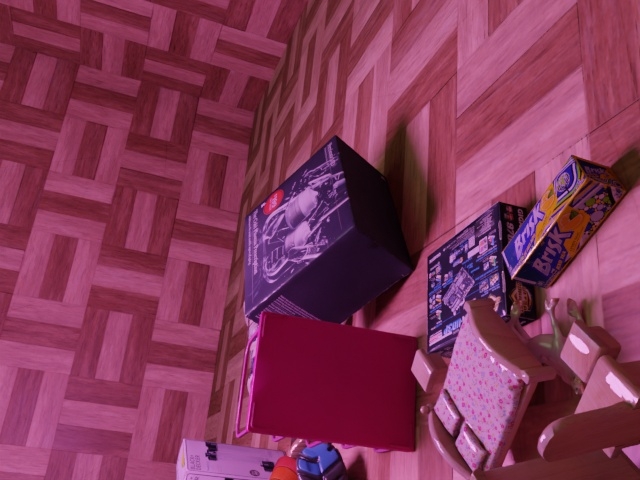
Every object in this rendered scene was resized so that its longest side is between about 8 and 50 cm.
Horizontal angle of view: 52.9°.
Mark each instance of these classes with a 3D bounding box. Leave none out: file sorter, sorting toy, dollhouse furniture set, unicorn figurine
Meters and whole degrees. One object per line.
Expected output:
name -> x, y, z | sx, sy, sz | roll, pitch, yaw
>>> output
file sorter -> 0.004, 0.273, 1.179 | 0.182, 0.290, 0.202 | 127, 151, -62
sorting toy -> -0.111, 0.668, 1.462 | 0.127, 0.126, 0.365 | 25, 118, 29
dollhouse furniture set -> 0.167, 0.168, 0.737 | 0.355, 0.174, 0.303 | -123, 35, -51
unicorn figurine -> 0.275, 0.125, 0.776 | 0.162, 0.060, 0.111 | 161, 111, -64

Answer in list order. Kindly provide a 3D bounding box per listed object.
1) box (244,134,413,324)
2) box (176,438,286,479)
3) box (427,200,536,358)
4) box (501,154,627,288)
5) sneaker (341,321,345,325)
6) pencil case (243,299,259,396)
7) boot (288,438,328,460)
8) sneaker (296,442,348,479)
box -> 0.000, 0.000, 1.396 | 0.312, 0.179, 0.343 | -39, 33, 22
box -> -0.227, 0.617, 1.693 | 0.169, 0.290, 0.087 | -136, 60, -72
box -> 0.233, 0.067, 0.977 | 0.220, 0.051, 0.175 | 130, 148, -58
box -> 0.298, -0.019, 0.806 | 0.054, 0.059, 0.169 | -94, 23, -50
sneaker -> -0.001, 0.127, 1.612 | 0.148, 0.131, 0.350 | 122, 164, -51
pencil case -> -0.140, 0.293, 1.873 | 0.410, 0.160, 0.183 | -104, 18, -58
boot -> -0.027, 0.453, 1.567 | 0.207, 0.090, 0.248 | 168, 113, -86
sneaker -> 0.038, 0.558, 1.215 | 0.341, 0.125, 0.140 | -103, 1, -49
